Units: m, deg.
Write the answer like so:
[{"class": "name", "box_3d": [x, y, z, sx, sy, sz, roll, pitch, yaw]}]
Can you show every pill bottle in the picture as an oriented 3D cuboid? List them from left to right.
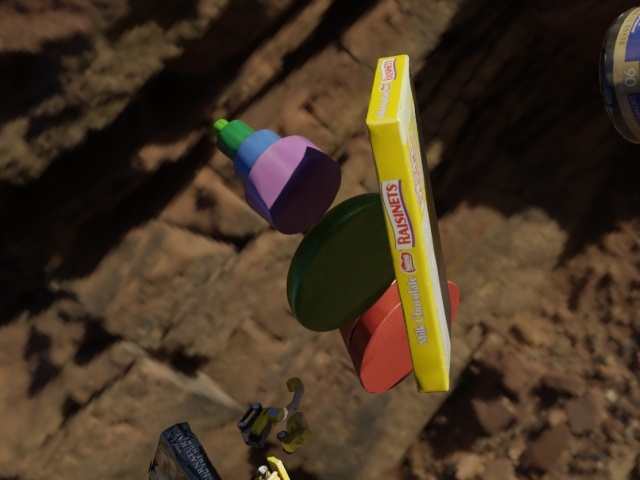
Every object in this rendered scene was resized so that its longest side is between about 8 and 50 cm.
[{"class": "pill bottle", "box_3d": [0.352, -0.144, 1.212, 0.219, 0.123, 0.123, -2, 55, 44]}]

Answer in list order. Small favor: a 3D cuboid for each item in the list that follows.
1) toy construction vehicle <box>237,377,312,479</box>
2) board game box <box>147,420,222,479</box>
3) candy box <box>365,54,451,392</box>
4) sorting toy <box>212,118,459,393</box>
[{"class": "toy construction vehicle", "box_3d": [-0.037, 0.186, 1.357, 0.035, 0.086, 0.098, 7, 41, 35]}, {"class": "board game box", "box_3d": [-0.080, 0.248, 1.207, 0.026, 0.186, 0.126, -27, -18, -23]}, {"class": "candy box", "box_3d": [0.062, -0.010, 0.991, 0.027, 0.206, 0.105, -5, 28, 12]}, {"class": "sorting toy", "box_3d": [0.000, 0.000, 1.216, 0.127, 0.365, 0.126, -46, 58, -5]}]
